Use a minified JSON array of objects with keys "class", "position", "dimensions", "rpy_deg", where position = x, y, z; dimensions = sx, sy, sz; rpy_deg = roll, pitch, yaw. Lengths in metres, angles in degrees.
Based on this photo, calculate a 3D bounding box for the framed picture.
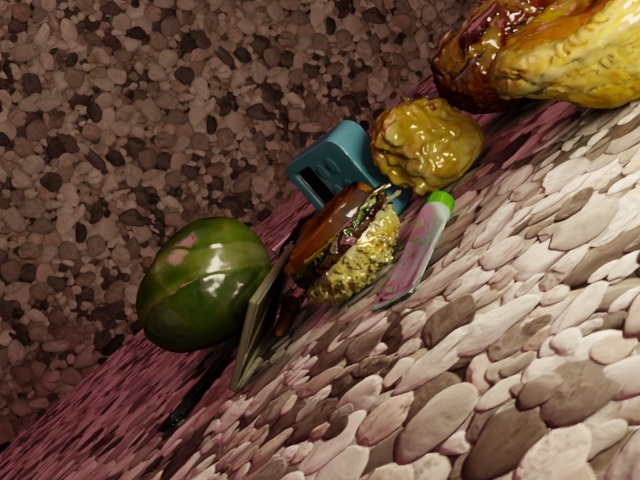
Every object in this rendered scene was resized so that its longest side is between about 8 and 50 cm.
[{"class":"framed picture","position":[-0.105,0.138,1.416],"dimensions":[0.265,0.018,0.192],"rpy_deg":[-60,-14,-66]}]

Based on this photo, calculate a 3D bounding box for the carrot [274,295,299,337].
[{"class":"carrot","position":[-0.066,0.149,1.481],"dimensions":[0.035,0.036,0.165],"rpy_deg":[-38,11,17]}]

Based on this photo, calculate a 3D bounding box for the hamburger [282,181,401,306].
[{"class":"hamburger","position":[0.051,0.002,1.333],"dimensions":[0.262,0.138,0.243],"rpy_deg":[-51,7,-10]}]

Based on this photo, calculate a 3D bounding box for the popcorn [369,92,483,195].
[{"class":"popcorn","position":[0.216,-0.196,1.517],"dimensions":[0.190,0.191,0.253],"rpy_deg":[-12,17,43]}]

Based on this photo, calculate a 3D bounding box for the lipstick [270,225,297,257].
[{"class":"lipstick","position":[-0.093,-0.003,2.337],"dimensions":[0.130,0.038,0.038],"rpy_deg":[-43,9,-11]}]

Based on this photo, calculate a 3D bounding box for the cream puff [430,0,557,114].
[{"class":"cream puff","position":[0.394,-0.403,1.628],"dimensions":[0.350,0.228,0.350],"rpy_deg":[-46,7,7]}]

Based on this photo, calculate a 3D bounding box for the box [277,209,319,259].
[{"class":"box","position":[0.028,-0.053,1.958],"dimensions":[0.289,0.073,0.290],"rpy_deg":[-37,10,22]}]

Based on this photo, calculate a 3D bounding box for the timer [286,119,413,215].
[{"class":"timer","position":[0.049,-0.116,1.676],"dimensions":[0.250,0.232,0.091],"rpy_deg":[-31,15,50]}]

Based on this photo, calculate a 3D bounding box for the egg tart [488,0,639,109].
[{"class":"egg tart","position":[0.461,-0.324,1.138],"dimensions":[0.443,0.178,0.443],"rpy_deg":[-37,8,6]}]

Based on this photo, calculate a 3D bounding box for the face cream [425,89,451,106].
[{"class":"face cream","position":[0.387,-0.449,2.419],"dimensions":[0.314,0.089,0.143],"rpy_deg":[-37,4,-38]}]

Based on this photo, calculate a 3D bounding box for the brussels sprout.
[{"class":"brussels sprout","position":[-0.253,0.100,1.793],"dimensions":[0.371,0.276,0.315],"rpy_deg":[-39,-8,-46]}]

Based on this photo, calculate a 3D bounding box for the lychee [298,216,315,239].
[{"class":"lychee","position":[-0.003,-0.004,1.750],"dimensions":[0.114,0.101,0.140],"rpy_deg":[-32,3,6]}]

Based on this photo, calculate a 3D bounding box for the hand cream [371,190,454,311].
[{"class":"hand cream","position":[0.157,0.012,1.211],"dimensions":[0.275,0.050,0.079],"rpy_deg":[-57,-7,-46]}]

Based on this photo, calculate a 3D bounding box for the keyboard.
[{"class":"keyboard","position":[-0.248,0.301,1.536],"dimensions":[0.072,0.023,0.231],"rpy_deg":[-43,5,38]}]
